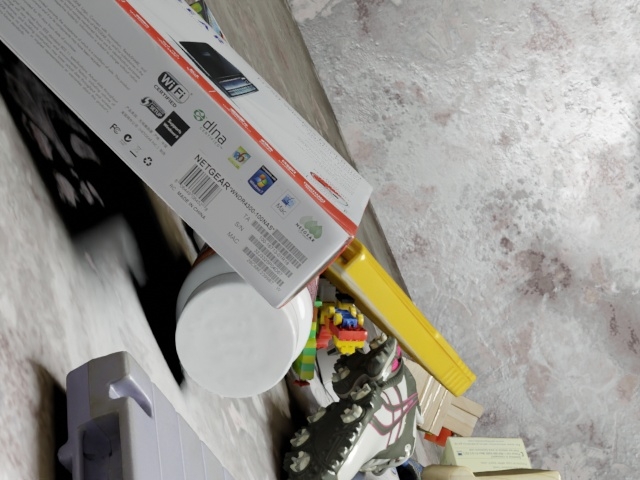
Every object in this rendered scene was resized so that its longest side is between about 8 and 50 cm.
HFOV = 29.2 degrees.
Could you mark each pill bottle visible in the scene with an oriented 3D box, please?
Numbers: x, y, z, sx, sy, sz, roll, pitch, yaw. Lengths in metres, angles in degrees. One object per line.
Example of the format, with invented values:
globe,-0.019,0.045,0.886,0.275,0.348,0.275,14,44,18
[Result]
pill bottle,-0.065,0.055,1.110,0.221,0.121,0.121,-79,146,-76

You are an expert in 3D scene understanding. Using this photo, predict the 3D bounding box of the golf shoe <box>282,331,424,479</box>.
golf shoe,0.053,0.206,1.309,0.120,0.105,0.273,56,30,-10

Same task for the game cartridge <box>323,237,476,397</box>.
game cartridge,0.045,0.046,1.558,0.285,0.053,0.323,41,-3,47

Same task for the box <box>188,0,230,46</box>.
box,-0.140,-0.223,1.659,0.207,0.036,0.114,-104,168,-45

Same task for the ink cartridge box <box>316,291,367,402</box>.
ink cartridge box,0.030,0.155,1.686,0.099,0.056,0.135,59,12,-50

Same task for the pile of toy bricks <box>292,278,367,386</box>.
pile of toy bricks,-0.017,0.114,1.416,0.212,0.118,0.105,-141,-126,-74

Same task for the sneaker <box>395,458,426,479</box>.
sneaker,0.129,0.387,1.704,0.087,0.083,0.221,45,15,-30

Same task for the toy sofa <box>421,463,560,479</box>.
toy sofa,0.158,0.414,1.264,0.150,0.177,0.363,118,-32,-80

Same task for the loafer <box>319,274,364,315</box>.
loafer,0.000,0.000,1.799,0.084,0.096,0.268,-8,78,-76

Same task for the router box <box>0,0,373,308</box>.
router box,-0.108,-0.115,1.019,0.335,0.082,0.301,44,10,-3

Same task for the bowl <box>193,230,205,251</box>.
bowl,-0.091,0.006,1.311,0.142,0.053,0.142,-91,158,-69

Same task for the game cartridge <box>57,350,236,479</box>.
game cartridge,-0.074,0.266,0.725,0.355,0.068,0.230,-104,172,-46

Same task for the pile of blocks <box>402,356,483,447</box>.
pile of blocks,0.138,0.269,2.017,0.362,0.149,0.113,38,72,-56

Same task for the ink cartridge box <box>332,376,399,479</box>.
ink cartridge box,0.062,0.327,1.416,0.186,0.065,0.311,49,22,-59

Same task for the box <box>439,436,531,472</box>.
box,0.237,0.439,1.746,0.243,0.117,0.214,-101,-162,-52
